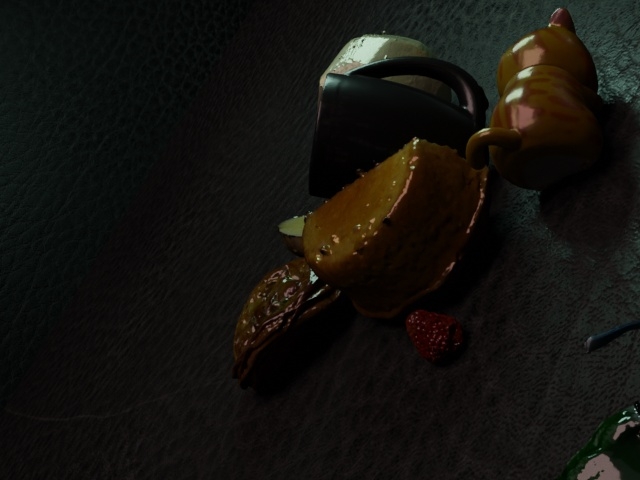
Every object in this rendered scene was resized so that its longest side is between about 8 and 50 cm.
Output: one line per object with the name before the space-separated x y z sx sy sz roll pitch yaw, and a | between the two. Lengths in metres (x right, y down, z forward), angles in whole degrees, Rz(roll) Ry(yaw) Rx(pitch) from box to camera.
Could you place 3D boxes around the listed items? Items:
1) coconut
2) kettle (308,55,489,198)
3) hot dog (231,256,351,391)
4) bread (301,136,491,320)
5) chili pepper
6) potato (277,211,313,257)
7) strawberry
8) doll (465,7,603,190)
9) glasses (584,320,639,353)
coconut | 0.110 -0.257 1.640 0.245 0.245 0.247 -15 36 52
kettle | 0.141 -0.186 1.437 0.207 0.290 0.268 77 -158 -77
hot dog | -0.069 0.145 1.530 0.272 0.122 0.196 -43 21 13
bread | 0.110 0.005 1.328 0.340 0.194 0.179 -34 31 40
chili pepper | 0.239 0.288 0.842 0.270 0.099 0.136 -39 51 11
potato | 0.000 0.000 1.641 0.164 0.081 0.200 -16 13 -18
strawberry | 0.157 0.132 1.213 0.073 0.083 0.073 -48 23 28
doll | 0.332 -0.199 1.284 0.167 0.162 0.269 -26 31 41
glasses | 0.352 0.139 0.761 0.189 0.221 0.088 -119 32 -63
